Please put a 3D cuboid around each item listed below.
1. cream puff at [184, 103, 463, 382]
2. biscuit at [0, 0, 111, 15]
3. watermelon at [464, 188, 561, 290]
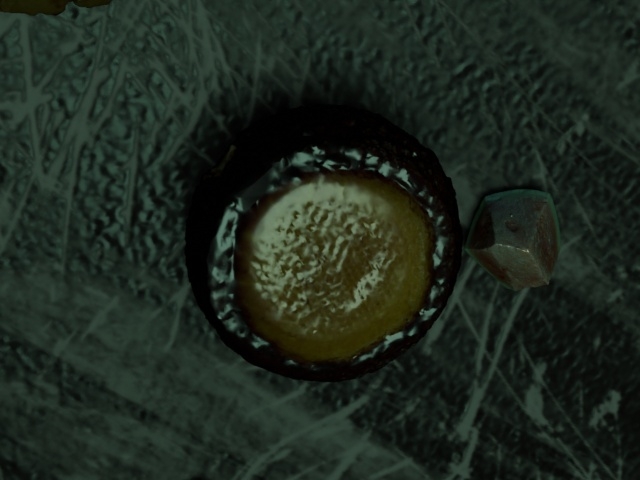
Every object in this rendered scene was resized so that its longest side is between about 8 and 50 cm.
[{"bbox_3d":[0.000,0.000,1.160,0.239,0.165,0.239,-4,112,-9],"label":"cream puff"},{"bbox_3d":[-0.200,-0.280,1.009,0.295,0.075,0.296,-12,139,-11],"label":"biscuit"},{"bbox_3d":[0.185,-0.001,1.248,0.084,0.072,0.092,34,98,-38],"label":"watermelon"}]
